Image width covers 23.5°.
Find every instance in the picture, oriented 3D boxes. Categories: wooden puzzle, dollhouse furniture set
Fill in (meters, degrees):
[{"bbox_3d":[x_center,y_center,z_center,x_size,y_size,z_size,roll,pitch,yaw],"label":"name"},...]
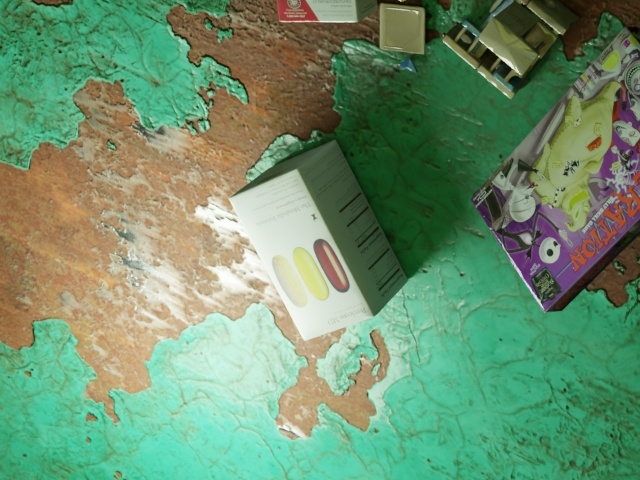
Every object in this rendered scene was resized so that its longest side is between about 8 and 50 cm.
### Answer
[{"bbox_3d":[0.115,-0.298,2.146,0.078,0.014,0.116,19,119,24],"label":"wooden puzzle"},{"bbox_3d":[0.226,-0.262,2.000,0.129,0.183,0.129,41,124,5],"label":"dollhouse furniture set"}]

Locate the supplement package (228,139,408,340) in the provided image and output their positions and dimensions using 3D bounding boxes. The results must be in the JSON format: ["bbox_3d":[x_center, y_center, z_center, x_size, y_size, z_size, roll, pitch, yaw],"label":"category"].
[{"bbox_3d":[0.000,0.000,2.266,0.139,0.134,0.244,-22,101,33],"label":"supplement package"}]

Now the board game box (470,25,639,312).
[{"bbox_3d":[0.361,-0.090,2.042,0.347,0.056,0.208,-51,62,34],"label":"board game box"}]

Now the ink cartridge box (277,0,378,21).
[{"bbox_3d":[0.001,-0.395,2.123,0.127,0.072,0.175,4,114,26],"label":"ink cartridge box"}]
